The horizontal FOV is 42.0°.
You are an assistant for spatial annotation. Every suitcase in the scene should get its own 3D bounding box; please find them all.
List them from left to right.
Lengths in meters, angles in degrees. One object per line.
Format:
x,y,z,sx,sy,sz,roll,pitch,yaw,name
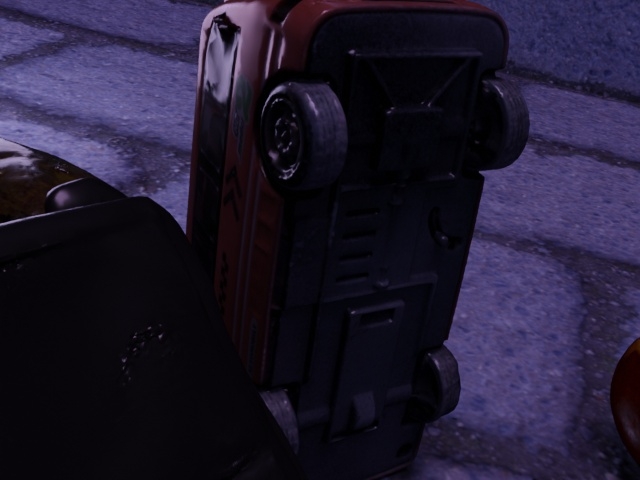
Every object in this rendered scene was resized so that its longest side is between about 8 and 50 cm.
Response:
-0.177,0.157,0.477,0.345,0.188,0.339,-25,87,-56,suitcase

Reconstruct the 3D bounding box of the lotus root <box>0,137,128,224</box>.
-0.295,0.012,0.835,0.398,0.195,0.179,25,36,25,lotus root

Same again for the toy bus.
0.000,0.000,0.703,0.203,0.426,0.233,-8,29,-32,toy bus

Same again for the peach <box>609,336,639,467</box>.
0.388,0.180,0.755,0.159,0.153,0.267,-8,14,-36,peach
